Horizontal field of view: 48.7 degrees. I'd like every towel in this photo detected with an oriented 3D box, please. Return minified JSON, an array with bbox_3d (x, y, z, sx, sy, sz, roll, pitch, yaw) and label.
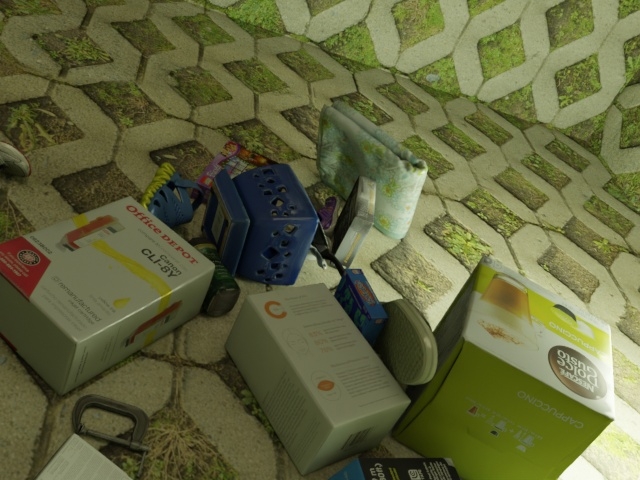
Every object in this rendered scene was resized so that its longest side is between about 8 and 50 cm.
[{"bbox_3d":[0.137,-0.207,2.106,0.374,0.321,0.090,40,63,20],"label":"towel"}]

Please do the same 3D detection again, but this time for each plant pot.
[{"bbox_3d":[-0.164,-0.039,1.758,0.212,0.236,0.236,-1,43,-27],"label":"plant pot"}]

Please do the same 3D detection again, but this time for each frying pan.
[{"bbox_3d":[-0.002,0.000,1.843,0.053,0.197,0.326,-23,87,-4],"label":"frying pan"}]

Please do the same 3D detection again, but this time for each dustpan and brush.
[{"bbox_3d":[-0.022,0.023,1.915,0.147,0.060,0.211,9,38,-25],"label":"dustpan and brush"}]

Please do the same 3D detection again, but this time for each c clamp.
[{"bbox_3d":[-0.378,0.342,1.282,0.160,0.022,0.137,23,34,-6],"label":"c clamp"}]

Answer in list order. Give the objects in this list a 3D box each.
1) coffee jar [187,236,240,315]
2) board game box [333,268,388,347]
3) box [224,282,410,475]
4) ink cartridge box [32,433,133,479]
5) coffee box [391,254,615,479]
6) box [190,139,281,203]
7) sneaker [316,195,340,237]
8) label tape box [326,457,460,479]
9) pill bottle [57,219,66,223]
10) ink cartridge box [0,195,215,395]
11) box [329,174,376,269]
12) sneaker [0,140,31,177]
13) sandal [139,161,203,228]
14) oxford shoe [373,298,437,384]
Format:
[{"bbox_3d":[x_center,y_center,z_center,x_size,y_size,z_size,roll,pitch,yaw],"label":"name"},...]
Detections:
[{"bbox_3d":[-0.261,0.080,1.646,0.079,0.096,0.184,-2,44,-40],"label":"coffee jar"},{"bbox_3d":[0.069,0.194,1.609,0.047,0.210,0.160,1,38,-26],"label":"board game box"},{"bbox_3d":[-0.015,0.276,1.486,0.214,0.168,0.345,-6,46,-39],"label":"box"},{"bbox_3d":[-0.384,0.428,1.166,0.179,0.045,0.145,43,32,-8],"label":"ink cartridge box"},{"bbox_3d":[0.406,0.311,1.570,0.337,0.338,0.334,29,34,4],"label":"coffee box"},{"bbox_3d":[-0.227,-0.170,2.038,0.200,0.057,0.293,25,34,-2],"label":"box"},{"bbox_3d":[0.016,-0.080,2.078,0.071,0.068,0.170,17,35,-5],"label":"sneaker"},{"bbox_3d":[0.130,0.531,1.300,0.333,0.106,0.241,8,37,-26],"label":"label tape box"},{"bbox_3d":[-0.565,-0.026,1.629,0.083,0.043,0.043,-5,45,-38],"label":"pill bottle"},{"bbox_3d":[-0.450,0.091,1.445,0.279,0.160,0.384,38,35,16],"label":"ink cartridge box"},{"bbox_3d":[0.093,-0.050,1.982,0.056,0.183,0.231,21,33,-8],"label":"box"},{"bbox_3d":[-0.801,-0.189,1.671,0.225,0.088,0.093,16,55,-15],"label":"sneaker"},{"bbox_3d":[-0.379,-0.083,1.768,0.138,0.126,0.317,25,35,-9],"label":"sandal"},{"bbox_3d":[0.195,0.212,1.564,0.129,0.169,0.449,7,0,-8],"label":"oxford shoe"}]
